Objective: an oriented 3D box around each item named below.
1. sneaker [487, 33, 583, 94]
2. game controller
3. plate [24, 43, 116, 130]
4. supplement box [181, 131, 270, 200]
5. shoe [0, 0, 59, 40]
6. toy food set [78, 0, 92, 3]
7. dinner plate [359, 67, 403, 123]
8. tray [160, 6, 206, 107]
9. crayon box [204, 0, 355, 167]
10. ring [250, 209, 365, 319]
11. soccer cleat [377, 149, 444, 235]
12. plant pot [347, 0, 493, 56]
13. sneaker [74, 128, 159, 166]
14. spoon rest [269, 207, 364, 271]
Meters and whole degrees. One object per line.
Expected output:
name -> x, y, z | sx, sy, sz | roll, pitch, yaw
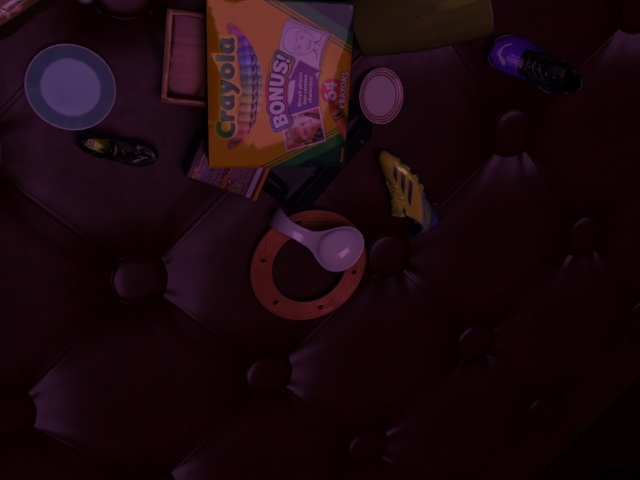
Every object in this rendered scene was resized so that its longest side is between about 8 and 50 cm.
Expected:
sneaker -> 0.589, -0.465, 1.734 | 0.293, 0.146, 0.102 | 14, 107, -26
game controller -> -0.012, -0.225, 1.672 | 0.166, 0.067, 0.319 | 40, 94, -16
plate -> -0.548, -0.337, 1.428 | 0.188, 0.024, 0.188 | -8, 115, -17
supplement box -> -0.230, -0.180, 1.587 | 0.188, 0.081, 0.104 | 18, 106, -27
shoe -> -0.634, -0.463, 1.315 | 0.219, 0.076, 0.058 | -32, 96, -3
toy food set -> -0.516, -0.581, 1.281 | 0.111, 0.104, 0.232 | -36, 121, -2
dinner plate -> 0.154, -0.372, 1.671 | 0.141, 0.017, 0.141 | -9, 107, -30
tray -> -0.153, -0.403, 1.500 | 0.410, 0.076, 0.203 | 3, 112, -15
crayon box -> -0.096, -0.347, 1.439 | 0.312, 0.106, 0.363 | -3, 113, -14
ring -> -0.034, 0.068, 1.805 | 0.336, 0.032, 0.337 | -9, 116, -18
soccer cleat -> 0.230, -0.124, 1.784 | 0.121, 0.093, 0.289 | -37, 120, 6
plant pot -> 0.209, -0.548, 1.508 | 0.293, 0.275, 0.275 | -22, 120, 8
sneaker -> -0.465, -0.204, 1.487 | 0.188, 0.078, 0.067 | 12, 109, -26
spoon rest -> 0.000, 0.000, 1.717 | 0.276, 0.084, 0.137 | 22, 104, -29
